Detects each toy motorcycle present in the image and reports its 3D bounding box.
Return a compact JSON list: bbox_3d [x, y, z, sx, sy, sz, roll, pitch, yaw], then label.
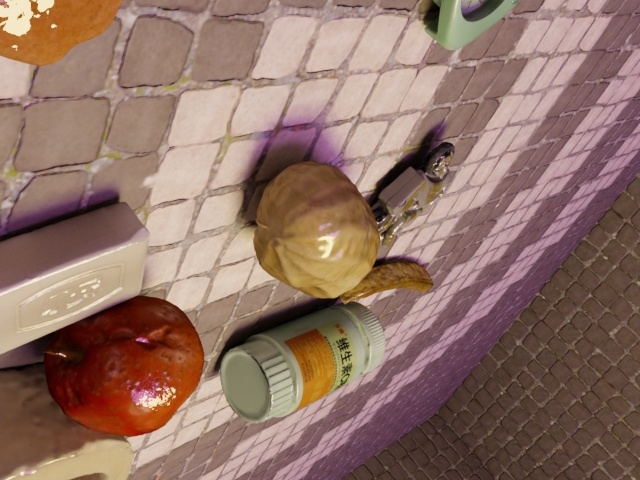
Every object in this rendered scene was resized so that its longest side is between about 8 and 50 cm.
[{"bbox_3d":[0.159,-0.075,1.241,0.225,0.073,0.152,-46,159,5],"label":"toy motorcycle"}]

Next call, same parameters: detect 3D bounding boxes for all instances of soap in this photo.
[{"bbox_3d":[-0.281,0.038,0.757,0.183,0.064,0.121,-24,153,-35],"label":"soap"}]

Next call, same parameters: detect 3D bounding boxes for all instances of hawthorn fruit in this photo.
[{"bbox_3d":[-0.250,0.144,0.856,0.179,0.179,0.200,-46,143,6],"label":"hawthorn fruit"}]

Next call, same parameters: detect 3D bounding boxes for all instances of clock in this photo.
[{"bbox_3d":[0.199,-0.340,0.876,0.148,0.060,0.188,-37,155,-12],"label":"clock"}]

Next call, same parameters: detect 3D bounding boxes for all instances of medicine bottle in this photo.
[{"bbox_3d":[-0.030,0.227,1.343,0.318,0.158,0.158,-14,144,-46],"label":"medicine bottle"}]

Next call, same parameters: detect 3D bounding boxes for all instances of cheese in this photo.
[{"bbox_3d":[-0.416,0.313,0.891,0.292,0.153,0.332,-50,154,15],"label":"cheese"}]

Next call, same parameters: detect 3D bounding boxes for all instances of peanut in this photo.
[{"bbox_3d":[0.004,-0.004,1.016,0.174,0.158,0.340,-65,160,-3],"label":"peanut"}]

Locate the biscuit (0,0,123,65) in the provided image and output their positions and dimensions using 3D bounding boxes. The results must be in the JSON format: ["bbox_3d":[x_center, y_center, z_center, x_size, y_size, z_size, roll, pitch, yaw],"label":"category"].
[{"bbox_3d":[-0.138,-0.265,0.486,0.334,0.047,0.202,-50,158,15],"label":"biscuit"}]

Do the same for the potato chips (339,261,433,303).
[{"bbox_3d":[0.167,0.085,1.537,0.080,0.057,0.407,-39,160,25],"label":"potato chips"}]
